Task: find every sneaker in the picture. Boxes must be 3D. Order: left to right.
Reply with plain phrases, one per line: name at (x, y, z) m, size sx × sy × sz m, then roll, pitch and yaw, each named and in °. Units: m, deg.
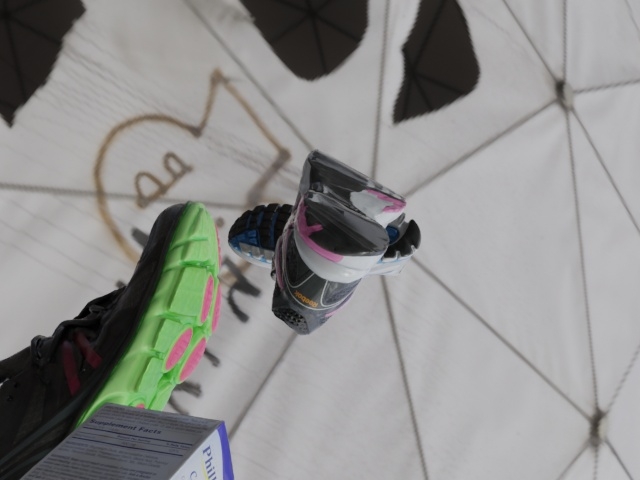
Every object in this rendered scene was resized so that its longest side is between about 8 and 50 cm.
sneaker at (-0.268, 0.142, 1.142) m, size 0.202 × 0.185 × 0.483 m, roll 22°, pitch -113°, yaw 15°
sneaker at (0.000, 0.000, 0.610) m, size 0.077 × 0.072 × 0.178 m, roll -59°, pitch 178°, yaw 19°
sneaker at (0.002, 0.014, 1.003) m, size 0.190 × 0.083 × 0.071 m, roll 5°, pitch -122°, yaw -1°

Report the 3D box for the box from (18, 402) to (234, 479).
box at (-0.156, 0.201, 0.797) m, size 0.126 × 0.072 × 0.137 m, roll 4°, pitch -154°, yaw 27°
